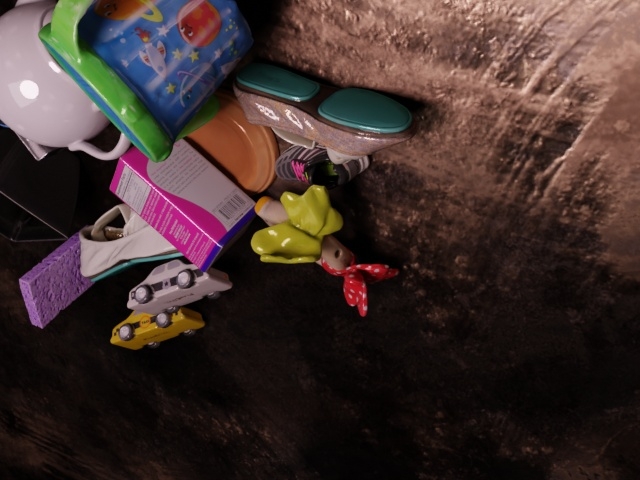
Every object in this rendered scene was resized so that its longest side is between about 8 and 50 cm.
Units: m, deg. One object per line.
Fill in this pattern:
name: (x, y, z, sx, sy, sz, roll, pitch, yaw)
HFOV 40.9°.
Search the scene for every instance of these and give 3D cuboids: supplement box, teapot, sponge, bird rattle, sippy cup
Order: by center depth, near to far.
sippy cup: (-0.224, -0.265, 1.182, 0.240, 0.224, 0.305, 48, 172, -10)
teapot: (-0.404, -0.280, 1.370, 0.187, 0.253, 0.256, -28, 130, 36)
bird rattle: (0.000, 0.000, 1.371, 0.253, 0.143, 0.207, 31, 180, -42)
supplement box: (-0.228, -0.072, 1.431, 0.220, 0.111, 0.114, 42, 145, 0)
sponge: (-0.517, 0.070, 1.739, 0.031, 0.210, 0.117, 14, 128, 23)

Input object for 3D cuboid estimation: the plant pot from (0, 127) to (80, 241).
plant pot: (-0.572, -0.115, 1.640, 0.188, 0.167, 0.187, -3, 148, 37)

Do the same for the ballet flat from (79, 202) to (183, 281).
ballet flat: (-0.341, -0.013, 1.618, 0.400, 0.139, 0.139, -14, 113, 43)

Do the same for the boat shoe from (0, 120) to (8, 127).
boat shoe: (-0.678, -0.301, 1.658, 0.258, 0.109, 0.089, 13, 147, 11)

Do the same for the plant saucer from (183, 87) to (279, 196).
plant saucer: (-0.161, -0.156, 1.426, 0.200, 0.037, 0.200, 20, 132, 24)

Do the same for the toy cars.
toy cars: (-0.299, 0.115, 1.665, 0.394, 0.176, 0.087, 130, 134, -57)

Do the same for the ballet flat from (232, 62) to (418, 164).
ballet flat: (0.008, -0.174, 1.250, 0.316, 0.107, 0.106, 26, 139, 32)

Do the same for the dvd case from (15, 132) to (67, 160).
dvd case: (-0.500, -0.232, 1.495, 0.029, 0.239, 0.179, -35, 100, 10)

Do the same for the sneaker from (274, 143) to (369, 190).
sneaker: (-0.011, -0.111, 1.323, 0.170, 0.075, 0.063, 1, 123, 36)
